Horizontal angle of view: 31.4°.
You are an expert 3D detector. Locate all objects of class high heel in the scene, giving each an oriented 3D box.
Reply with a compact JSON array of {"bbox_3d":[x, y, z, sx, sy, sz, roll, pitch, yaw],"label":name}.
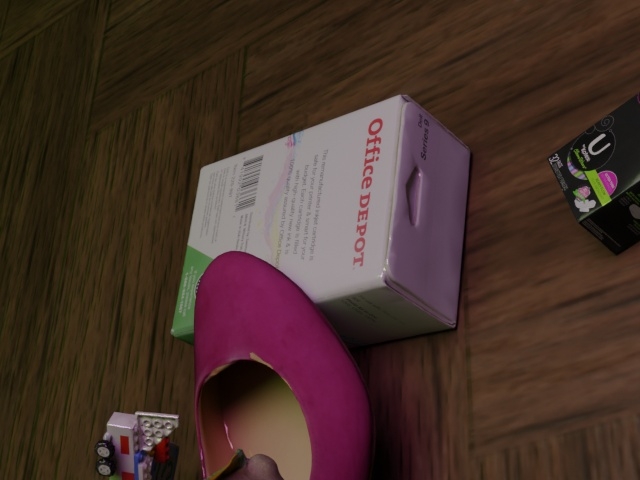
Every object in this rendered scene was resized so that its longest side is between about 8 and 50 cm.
[{"bbox_3d":[-0.052,0.155,0.678,0.127,0.181,0.377,-45,52,31],"label":"high heel"}]

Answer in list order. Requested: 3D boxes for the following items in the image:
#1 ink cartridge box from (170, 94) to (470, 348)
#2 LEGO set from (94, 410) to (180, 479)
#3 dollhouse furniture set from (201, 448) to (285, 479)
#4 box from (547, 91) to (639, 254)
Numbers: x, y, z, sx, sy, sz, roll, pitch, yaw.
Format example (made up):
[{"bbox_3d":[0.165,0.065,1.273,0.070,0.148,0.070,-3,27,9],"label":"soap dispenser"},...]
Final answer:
[{"bbox_3d":[0.000,0.000,0.864,0.212,0.093,0.154,-18,54,39],"label":"ink cartridge box"},{"bbox_3d":[-0.119,0.213,0.752,0.060,0.244,0.183,6,74,8],"label":"LEGO set"},{"bbox_3d":[0.017,0.246,0.512,0.301,0.197,0.151,29,99,19],"label":"dollhouse furniture set"},{"bbox_3d":[0.198,-0.045,0.721,0.083,0.052,0.062,-36,45,22],"label":"box"}]
